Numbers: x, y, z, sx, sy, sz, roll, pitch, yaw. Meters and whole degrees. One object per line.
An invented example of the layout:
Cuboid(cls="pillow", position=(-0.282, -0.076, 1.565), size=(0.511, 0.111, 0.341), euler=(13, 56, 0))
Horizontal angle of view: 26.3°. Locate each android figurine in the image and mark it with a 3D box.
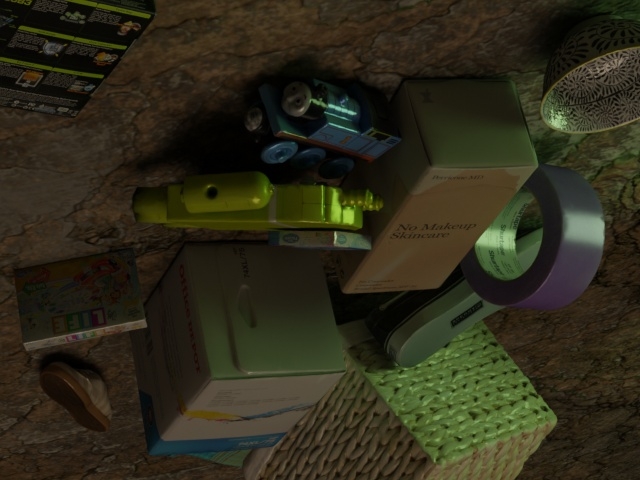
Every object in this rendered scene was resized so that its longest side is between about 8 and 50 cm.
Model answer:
Cuboid(cls="android figurine", position=(-0.067, -0.041, 1.564), size=(0.273, 0.056, 0.248), euler=(-1, 176, 16))

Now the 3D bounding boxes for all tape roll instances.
Cuboid(cls="tape roll", position=(0.266, -0.007, 1.750), size=(0.080, 0.189, 0.189), euler=(7, 148, -37))

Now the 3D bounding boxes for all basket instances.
Cuboid(cls="basket", position=(0.123, 0.298, 2.054), size=(0.328, 0.266, 0.331), euler=(-10, 139, -46))

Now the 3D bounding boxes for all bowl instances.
Cuboid(cls="bowl", position=(0.313, -0.196, 1.512), size=(0.170, 0.080, 0.170), euler=(-12, 155, -6))

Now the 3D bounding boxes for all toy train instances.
Cuboid(cls="toy train", position=(0.001, -0.128, 1.500), size=(0.105, 0.080, 0.184), euler=(-35, 151, 30))

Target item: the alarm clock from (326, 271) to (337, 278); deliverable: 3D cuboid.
Cuboid(cls="alarm clock", position=(0.112, 0.025, 1.853), size=(0.192, 0.064, 0.129), euler=(-9, 173, 17))

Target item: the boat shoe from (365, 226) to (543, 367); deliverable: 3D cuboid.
Cuboid(cls="boat shoe", position=(0.203, 0.059, 1.950), size=(0.306, 0.105, 0.113), euler=(-36, 145, -9))

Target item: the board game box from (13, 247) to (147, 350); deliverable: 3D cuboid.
Cuboid(cls="board game box", position=(-0.304, 0.074, 1.731), size=(0.154, 0.103, 0.026), euler=(-11, 155, -6))

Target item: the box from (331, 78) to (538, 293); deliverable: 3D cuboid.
Cuboid(cls="box", position=(0.124, -0.060, 1.648), size=(0.148, 0.121, 0.311), euler=(-3, 153, -19))

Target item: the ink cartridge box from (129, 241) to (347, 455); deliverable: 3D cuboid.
Cuboid(cls="ink cartridge box", position=(-0.120, 0.149, 1.867), size=(0.197, 0.198, 0.270), euler=(0, 152, -26))

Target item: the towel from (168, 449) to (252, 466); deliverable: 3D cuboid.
Cuboid(cls="towel", position=(-0.079, 0.359, 2.502), size=(0.271, 0.040, 0.370), euler=(-26, 152, 26))

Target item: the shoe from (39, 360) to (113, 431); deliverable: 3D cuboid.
Cuboid(cls="shoe", position=(-0.366, 0.226, 2.078), size=(0.076, 0.058, 0.219), euler=(13, 155, 16))

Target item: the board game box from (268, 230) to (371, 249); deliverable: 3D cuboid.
Cuboid(cls="board game box", position=(0.000, 0.000, 1.605), size=(0.090, 0.020, 0.090), euler=(-1, 176, 31))

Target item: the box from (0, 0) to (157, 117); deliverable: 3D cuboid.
Cuboid(cls="box", position=(-0.278, -0.190, 1.274), size=(0.191, 0.045, 0.184), euler=(7, 146, -34))
